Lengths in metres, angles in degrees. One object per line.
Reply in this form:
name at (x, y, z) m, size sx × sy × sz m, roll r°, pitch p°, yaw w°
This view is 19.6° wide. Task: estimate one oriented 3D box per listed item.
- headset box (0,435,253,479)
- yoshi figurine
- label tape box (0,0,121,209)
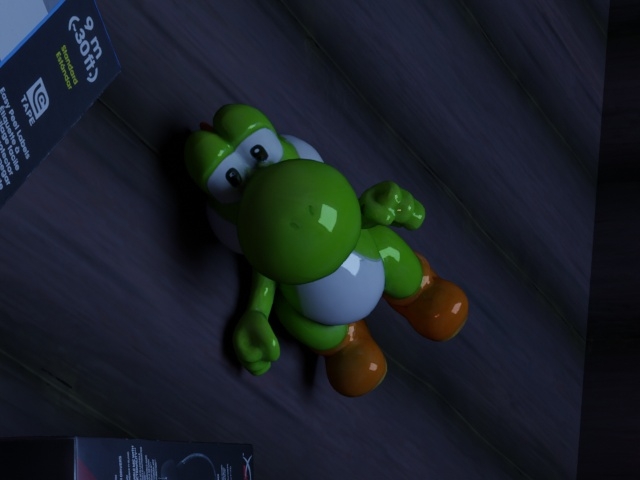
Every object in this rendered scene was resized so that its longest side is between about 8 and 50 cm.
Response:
headset box at (-0.164, 0.259, 1.408) m, size 0.293 × 0.110 × 0.218 m, roll 13°, pitch 74°, yaw -63°
yoshi figurine at (0.004, 0.022, 1.703) m, size 0.362 × 0.203 × 0.204 m, roll 48°, pitch 51°, yaw -47°
label tape box at (-0.246, -0.194, 1.325) m, size 0.334 × 0.106 × 0.241 m, roll -59°, pitch 137°, yaw -49°
